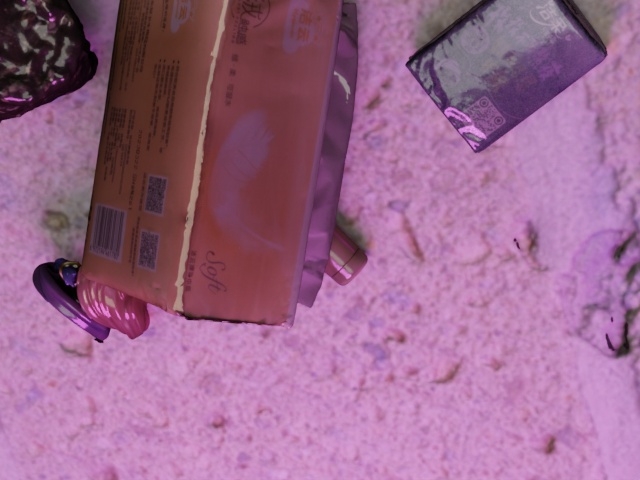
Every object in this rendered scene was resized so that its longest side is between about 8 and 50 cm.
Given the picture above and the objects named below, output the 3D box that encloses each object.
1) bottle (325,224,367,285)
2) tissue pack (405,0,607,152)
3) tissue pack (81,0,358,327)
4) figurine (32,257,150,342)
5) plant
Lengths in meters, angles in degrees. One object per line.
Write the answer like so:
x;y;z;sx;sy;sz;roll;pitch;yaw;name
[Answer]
0.000;0.000;1.560;0.096;0.045;0.045;44;108;-5;bottle
0.174;-0.170;1.481;0.156;0.051;0.112;-37;99;16;tissue pack
-0.068;-0.089;1.448;0.239;0.238;0.305;9;94;8;tissue pack
-0.193;0.036;1.571;0.157;0.126;0.114;-31;56;7;figurine
-0.284;-0.183;1.494;0.132;0.194;0.129;-25;102;-11;plant
